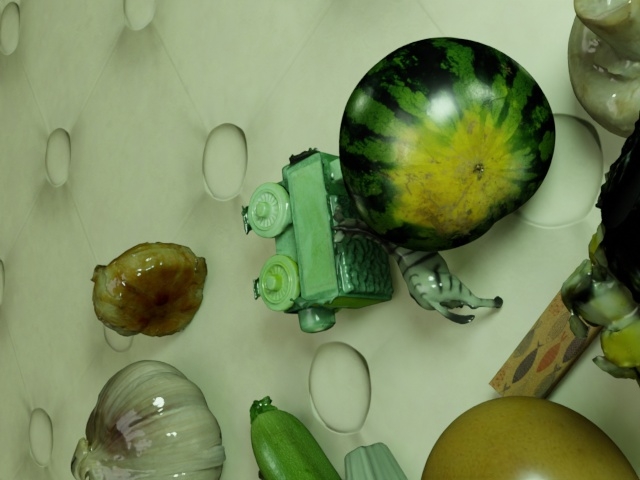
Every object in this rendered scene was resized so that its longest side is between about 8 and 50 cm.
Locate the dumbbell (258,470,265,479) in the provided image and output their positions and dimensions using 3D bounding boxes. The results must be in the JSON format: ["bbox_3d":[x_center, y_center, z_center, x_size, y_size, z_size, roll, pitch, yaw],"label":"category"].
[{"bbox_3d":[-0.080,0.441,1.436,0.052,0.046,0.118,-6,84,53],"label":"dumbbell"}]

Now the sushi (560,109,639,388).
[{"bbox_3d":[0.392,0.001,0.757,0.285,0.328,0.329,105,-177,-53],"label":"sushi"}]

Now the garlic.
[{"bbox_3d":[-0.319,0.371,1.587,0.322,0.241,0.322,-12,67,29],"label":"garlic"}]

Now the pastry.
[{"bbox_3d":[-0.316,0.095,1.612,0.229,0.218,0.100,-40,49,-3],"label":"pastry"}]

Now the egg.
[{"bbox_3d":[0.240,0.330,0.934,0.250,0.250,0.322,-40,55,39],"label":"egg"}]

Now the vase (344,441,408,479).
[{"bbox_3d":[0.097,0.405,1.192,0.128,0.128,0.248,-47,46,36],"label":"vase"}]

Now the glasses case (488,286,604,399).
[{"bbox_3d":[0.283,0.137,1.054,0.064,0.041,0.170,44,120,26],"label":"glasses case"}]

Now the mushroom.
[{"bbox_3d":[0.338,-0.211,0.879,0.207,0.215,0.207,-11,73,43],"label":"mushroom"}]

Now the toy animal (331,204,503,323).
[{"bbox_3d":[0.122,0.030,1.134,0.217,0.176,0.073,53,126,33],"label":"toy animal"}]

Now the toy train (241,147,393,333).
[{"bbox_3d":[0.000,0.000,1.291,0.188,0.159,0.272,-20,71,39],"label":"toy train"}]

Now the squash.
[{"bbox_3d":[-0.014,0.395,1.317,0.107,0.107,0.395,-59,45,28],"label":"squash"}]

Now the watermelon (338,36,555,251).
[{"bbox_3d":[0.147,-0.117,1.045,0.269,0.269,0.269,-2,87,48],"label":"watermelon"}]
